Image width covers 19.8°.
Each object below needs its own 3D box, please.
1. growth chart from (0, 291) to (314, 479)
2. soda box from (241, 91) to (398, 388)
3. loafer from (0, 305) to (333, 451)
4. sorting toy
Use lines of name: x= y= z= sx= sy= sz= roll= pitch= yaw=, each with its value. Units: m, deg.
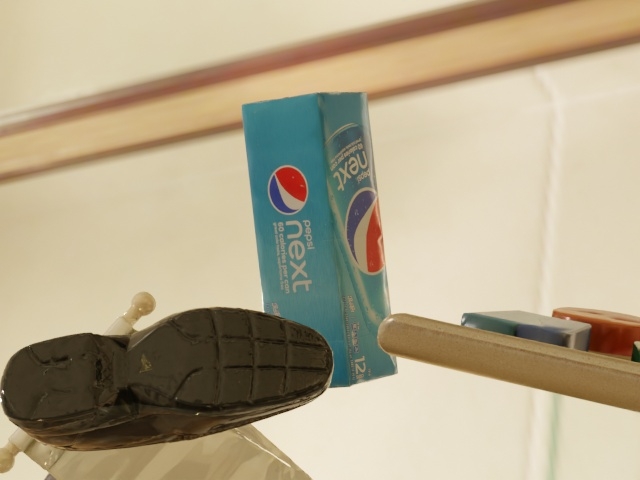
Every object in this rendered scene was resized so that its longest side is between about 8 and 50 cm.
growth chart: x=-0.091 y=0.170 z=1.146 sx=0.237 sy=0.172 sz=0.021 roll=45 pitch=164 yaw=6
soda box: x=0.000 y=0.000 z=1.327 sx=0.067 sy=0.071 sz=0.210 roll=-9 pitch=-88 yaw=-55
loafer: x=-0.074 y=0.075 z=0.938 sx=0.061 sy=0.170 sz=0.062 roll=70 pitch=-162 yaw=-58
sorting toy: x=0.212 y=0.072 z=0.944 sx=0.229 sy=0.307 sz=0.041 roll=8 pitch=-88 yaw=-56
